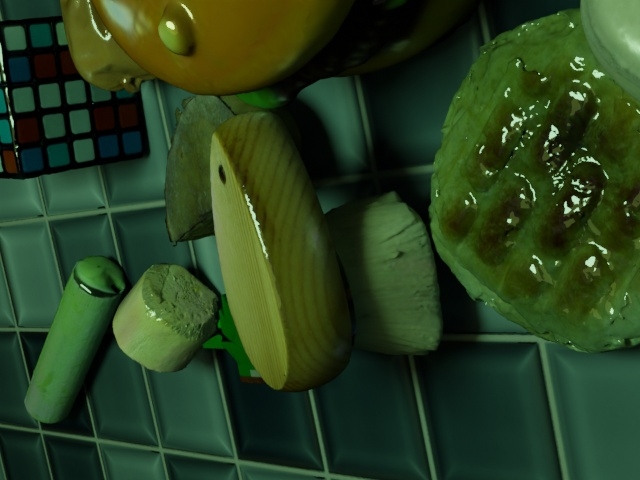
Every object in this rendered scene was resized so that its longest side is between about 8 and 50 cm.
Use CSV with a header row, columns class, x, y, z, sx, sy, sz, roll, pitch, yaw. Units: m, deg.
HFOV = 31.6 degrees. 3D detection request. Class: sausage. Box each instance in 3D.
class,x,y,z,sx,sy,sz,roll,pitch,yaw
sausage,-0.233,-0.287,1.273,0.136,0.120,0.241,10,110,52

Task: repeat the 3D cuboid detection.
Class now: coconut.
class,x,y,z,sx,sy,sz,roll,pitch,yaw
coconut,-0.189,0.099,1.359,0.122,0.116,0.116,-48,68,38

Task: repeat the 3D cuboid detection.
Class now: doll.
class,x,y,z,sx,sy,sz,roll,pitch,yaw
doll,-0.057,0.064,1.210,0.134,0.106,0.186,32,124,35

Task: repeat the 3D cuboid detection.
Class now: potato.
class,x,y,z,sx,sy,sz,roll,pitch,yaw
potato,-0.094,-0.089,1.209,0.243,0.098,0.138,-25,79,57

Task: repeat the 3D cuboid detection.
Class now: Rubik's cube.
class,x,y,z,sx,sy,sz,roll,pitch,yaw
Rubik's cube,-0.345,-0.177,1.384,0.182,0.184,0.187,4,107,46

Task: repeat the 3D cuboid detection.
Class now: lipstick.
class,x,y,z,sx,sy,sz,roll,pitch,yaw
lipstick,-0.343,0.142,1.570,0.076,0.076,0.304,50,134,23

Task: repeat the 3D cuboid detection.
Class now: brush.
class,x,y,z,sx,sy,sz,roll,pitch,yaw
brush,0.000,0.000,1.045,0.174,0.166,0.267,27,133,64

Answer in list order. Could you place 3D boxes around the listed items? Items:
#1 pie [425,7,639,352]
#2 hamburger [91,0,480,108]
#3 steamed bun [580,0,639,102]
class,x,y,z,sx,sy,sz,roll,pitch,yaw
pie,0.204,-0.045,0.925,0.306,0.071,0.306,16,113,42
hamburger,-0.056,-0.310,0.961,0.395,0.277,0.396,16,113,43
steamed bun,0.288,-0.149,0.746,0.228,0.130,0.177,17,89,34
